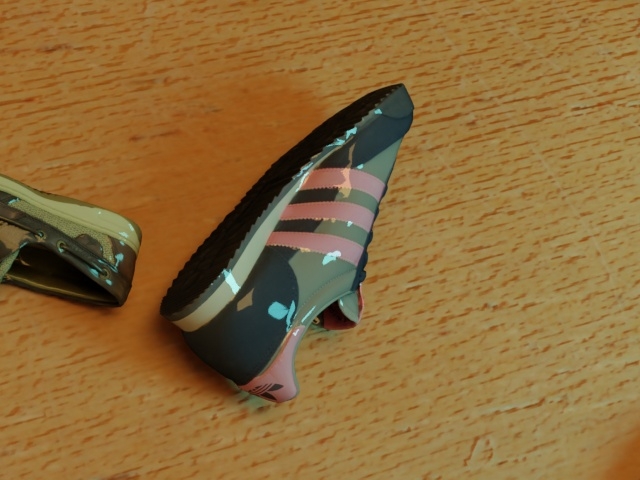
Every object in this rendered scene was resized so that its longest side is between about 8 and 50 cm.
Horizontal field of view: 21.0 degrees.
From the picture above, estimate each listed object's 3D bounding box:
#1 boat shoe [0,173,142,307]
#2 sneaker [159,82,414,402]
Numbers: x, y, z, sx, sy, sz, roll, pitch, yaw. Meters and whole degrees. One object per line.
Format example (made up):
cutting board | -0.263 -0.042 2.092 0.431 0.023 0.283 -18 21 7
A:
boat shoe | -0.243 0.000 1.313 0.223 0.080 0.073 14 54 -23
sneaker | 0.000 0.000 1.426 0.131 0.112 0.319 50 56 -14
